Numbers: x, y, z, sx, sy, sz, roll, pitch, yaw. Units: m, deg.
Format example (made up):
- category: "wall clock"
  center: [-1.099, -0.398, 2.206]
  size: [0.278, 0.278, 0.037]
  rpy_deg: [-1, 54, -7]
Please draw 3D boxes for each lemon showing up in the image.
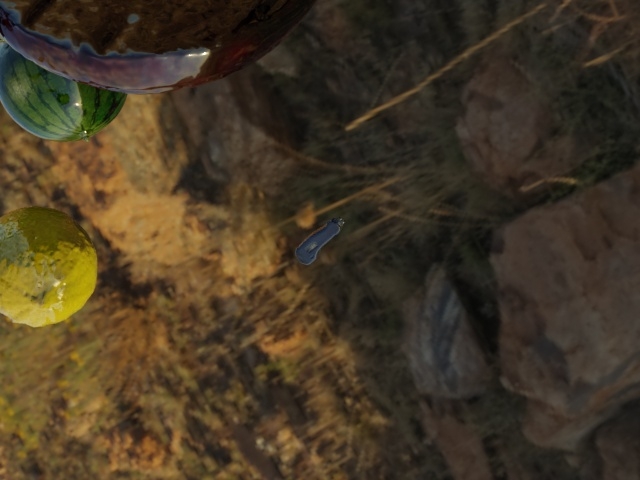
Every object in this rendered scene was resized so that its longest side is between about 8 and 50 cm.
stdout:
- category: "lemon"
  center: [-0.418, 0.037, 1.535]
  size: [0.193, 0.180, 0.181]
  rpy_deg: [-72, -30, -65]

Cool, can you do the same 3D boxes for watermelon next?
- category: "watermelon"
  center: [-0.465, -0.298, 1.879]
  size: [0.242, 0.242, 0.242]
  rpy_deg: [42, 146, 37]

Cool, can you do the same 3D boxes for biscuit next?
- category: "biscuit"
  center: [-0.189, -0.326, 1.172]
  size: [0.407, 0.407, 0.091]
  rpy_deg: [50, 158, 25]

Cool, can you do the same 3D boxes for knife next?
- category: "knife"
  center: [0.000, 0.000, 1.420]
  size: [0.031, 0.018, 0.121]
  rpy_deg: [40, 143, -8]

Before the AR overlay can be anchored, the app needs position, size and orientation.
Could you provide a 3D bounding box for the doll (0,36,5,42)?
- category: "doll"
  center: [-0.541, -0.425, 1.592]
  size: [0.247, 0.247, 0.349]
  rpy_deg: [54, -164, 20]
